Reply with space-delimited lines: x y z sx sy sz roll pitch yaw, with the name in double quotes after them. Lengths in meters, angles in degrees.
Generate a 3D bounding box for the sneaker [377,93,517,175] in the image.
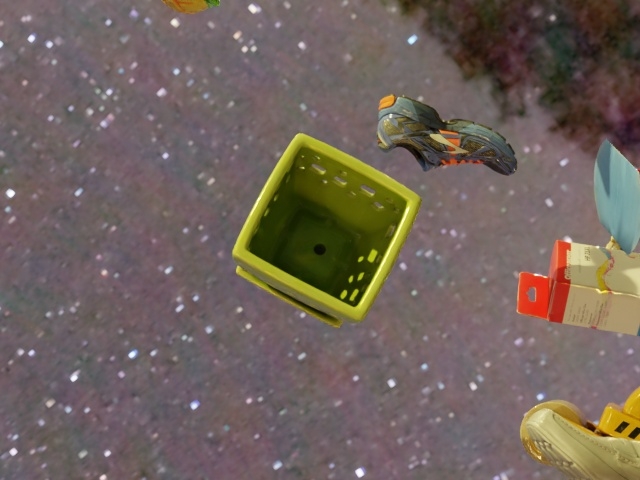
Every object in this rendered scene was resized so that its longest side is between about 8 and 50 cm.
0.179 -0.134 1.569 0.221 0.087 0.083 20 174 -3 "sneaker"

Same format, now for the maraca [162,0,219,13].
-0.239 -0.460 1.939 0.127 0.099 0.185 36 178 -26 "maraca"

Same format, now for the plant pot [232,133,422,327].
0.000 0.000 1.712 0.228 0.207 0.227 28 -106 -1 "plant pot"

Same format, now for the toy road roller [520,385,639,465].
0.556 0.341 1.977 0.329 0.241 0.202 25 -178 18 "toy road roller"

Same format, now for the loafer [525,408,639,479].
0.463 0.354 1.686 0.319 0.112 0.111 37 -103 -7 "loafer"

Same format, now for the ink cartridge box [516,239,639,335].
0.432 0.072 1.700 0.231 0.078 0.134 9 -150 7 "ink cartridge box"

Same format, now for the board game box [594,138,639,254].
0.435 -0.063 1.529 0.033 0.133 0.169 -7 -150 -7 "board game box"

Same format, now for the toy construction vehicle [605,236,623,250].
0.495 0.023 1.832 0.035 0.086 0.098 19 -131 7 "toy construction vehicle"
